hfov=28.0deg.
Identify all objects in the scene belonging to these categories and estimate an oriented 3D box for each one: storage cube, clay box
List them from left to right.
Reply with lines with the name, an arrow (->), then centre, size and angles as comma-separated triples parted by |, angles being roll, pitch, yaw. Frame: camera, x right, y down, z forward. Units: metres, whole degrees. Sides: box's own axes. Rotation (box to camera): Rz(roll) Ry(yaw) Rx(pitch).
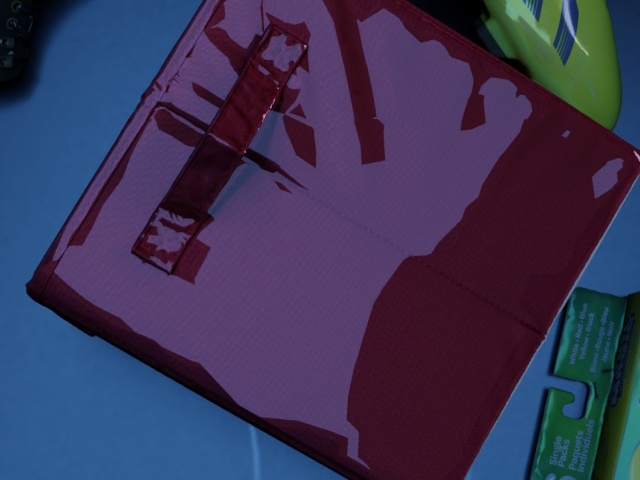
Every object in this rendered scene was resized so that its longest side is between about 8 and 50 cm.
storage cube -> 0.000, 0.000, 0.597 | 0.193, 0.215, 0.183 | 31, 82, -4
clay box -> 0.231, 0.105, 0.670 | 0.222, 0.053, 0.127 | 13, 82, -2

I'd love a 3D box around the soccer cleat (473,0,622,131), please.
soccer cleat -> 0.110, -0.193, 0.679 | 0.121, 0.093, 0.289 | -23, 81, 9

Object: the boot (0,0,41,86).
boot -> -0.143, -0.146, 0.685 | 0.198, 0.077, 0.137 | -5, 89, 7
